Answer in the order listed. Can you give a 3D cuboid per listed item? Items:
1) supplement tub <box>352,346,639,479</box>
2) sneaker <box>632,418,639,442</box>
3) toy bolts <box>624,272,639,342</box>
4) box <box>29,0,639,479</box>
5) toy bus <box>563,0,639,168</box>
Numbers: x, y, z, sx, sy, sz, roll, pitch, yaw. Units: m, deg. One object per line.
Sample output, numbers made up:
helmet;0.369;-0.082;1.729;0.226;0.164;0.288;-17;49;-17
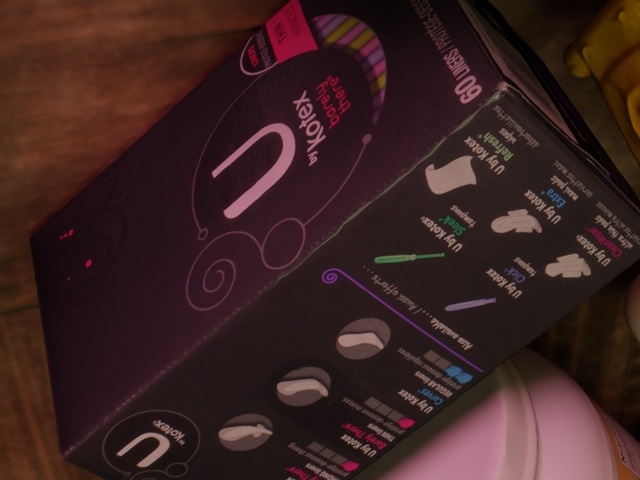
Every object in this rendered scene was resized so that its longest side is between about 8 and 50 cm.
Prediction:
supplement tub;0.112;0.198;0.835;0.228;0.228;0.316;-38;130;15
sneaker;0.278;0.124;0.958;0.069;0.038;0.098;19;131;-32
toy bolts;0.284;0.005;0.761;0.158;0.218;0.228;1;111;-12
box;0.000;0.000;0.669;0.270;0.165;0.143;-41;130;17
toy bus;0.225;-0.122;0.638;0.220;0.211;0.149;-34;174;-14
